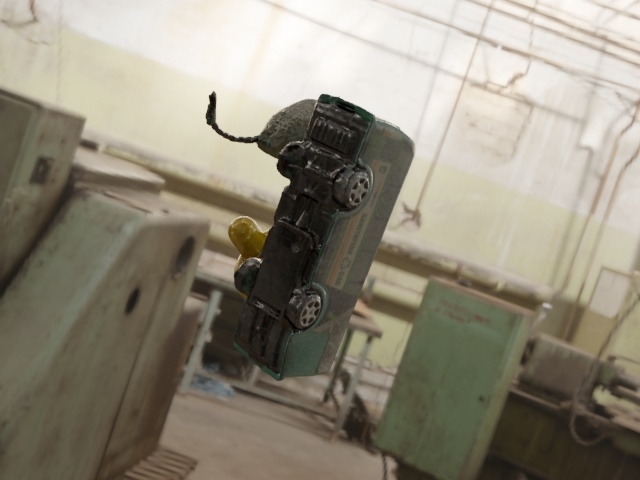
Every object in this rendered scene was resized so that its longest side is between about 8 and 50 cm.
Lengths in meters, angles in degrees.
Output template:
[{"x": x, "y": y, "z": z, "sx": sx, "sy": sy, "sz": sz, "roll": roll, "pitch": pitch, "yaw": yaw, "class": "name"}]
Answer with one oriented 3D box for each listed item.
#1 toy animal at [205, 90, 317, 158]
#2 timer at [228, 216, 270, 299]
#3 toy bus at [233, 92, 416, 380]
[{"x": -0.059, "y": -0.141, "z": 1.118, "sx": 0.070, "sy": 0.079, "sz": 0.252, "roll": 5, "pitch": 8, "yaw": 44, "class": "toy animal"}, {"x": -0.048, "y": 0.025, "z": 0.981, "sx": 0.107, "sy": 0.107, "sz": 0.109, "roll": 22, "pitch": -25, "yaw": 44, "class": "timer"}, {"x": 0.000, "y": 0.000, "z": 0.838, "sx": 0.091, "sy": 0.262, "sz": 0.109, "roll": 32, "pitch": 15, "yaw": 39, "class": "toy bus"}]
